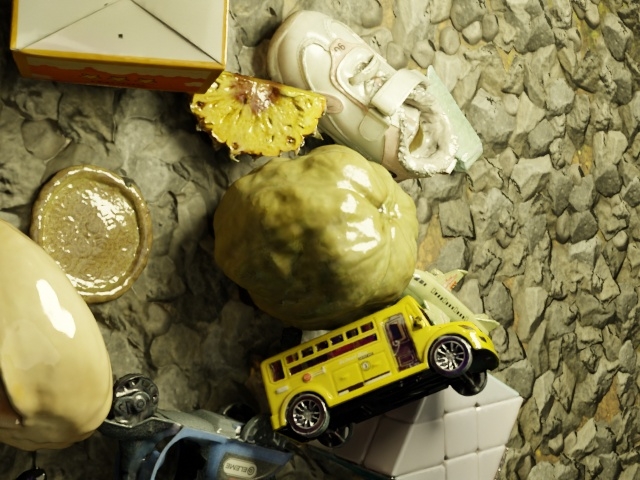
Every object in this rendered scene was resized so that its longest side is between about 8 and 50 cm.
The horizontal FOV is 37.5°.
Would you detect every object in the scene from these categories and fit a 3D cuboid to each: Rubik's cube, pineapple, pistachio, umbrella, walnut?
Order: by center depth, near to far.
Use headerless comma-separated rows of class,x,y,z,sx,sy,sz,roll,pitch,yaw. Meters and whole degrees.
pistachio,-0.380,0.120,1.188,0.194,0.214,0.318,-18,96,9
walnut,-0.001,-0.001,1.399,0.282,0.277,0.253,12,58,-61
pineapple,-0.111,-0.177,1.405,0.233,0.079,0.135,14,108,-12
umbrella,-0.046,0.190,1.517,0.037,0.040,0.143,-11,101,-43
Rubik's cube,0.156,0.300,1.553,0.231,0.225,0.221,34,72,-32

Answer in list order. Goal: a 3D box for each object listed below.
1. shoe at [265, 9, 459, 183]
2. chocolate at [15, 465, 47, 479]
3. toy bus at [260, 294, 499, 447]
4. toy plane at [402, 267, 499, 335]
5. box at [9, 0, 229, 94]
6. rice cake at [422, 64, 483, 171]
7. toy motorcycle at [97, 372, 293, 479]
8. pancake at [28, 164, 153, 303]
shoe,0.081,-0.230,1.501,0.351,0.198,0.172,46,64,-29
chocolate,-0.392,0.382,1.259,0.070,0.072,0.147,-9,88,5
toy bus,0.086,0.186,1.380,0.145,0.331,0.151,48,21,-61
toy plane,0.212,0.119,1.661,0.244,0.092,0.229,30,41,-21
box,-0.256,-0.349,1.212,0.260,0.214,0.283,3,90,-16
rice cake,0.217,-0.213,1.685,0.069,0.063,0.206,-49,117,-18
toy motorcycle,-0.190,0.325,1.361,0.359,0.125,0.212,25,81,-37
pancake,-0.318,-0.009,1.322,0.199,0.021,0.199,-1,92,-38
